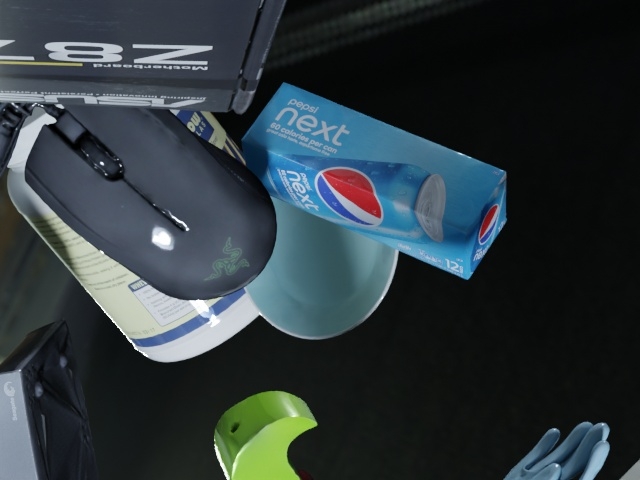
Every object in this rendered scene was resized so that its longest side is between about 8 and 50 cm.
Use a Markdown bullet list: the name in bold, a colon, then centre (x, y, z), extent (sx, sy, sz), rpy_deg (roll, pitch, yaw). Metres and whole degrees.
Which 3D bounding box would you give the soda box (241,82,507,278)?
- **soda box**: centre (0.044, -0.049, 1.528), extent (0.210, 0.067, 0.071), rpy_deg (23, -120, 21)

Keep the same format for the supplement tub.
- **supplement tub**: centre (-0.198, -0.051, 2.090), extent (0.235, 0.325, 0.235), rpy_deg (-32, -158, 15)

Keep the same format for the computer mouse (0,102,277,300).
- **computer mouse**: centre (-0.144, -0.036, 1.410), extent (0.188, 0.272, 0.072), rpy_deg (-52, -155, 8)

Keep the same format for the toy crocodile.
- **toy crocodile**: centre (0.009, 0.271, 1.439), extent (0.105, 0.340, 0.115), rpy_deg (-29, -165, -3)

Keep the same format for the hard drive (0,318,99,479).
- **hard drive**: centre (-0.277, 0.225, 1.905), extent (0.172, 0.054, 0.254), rpy_deg (-61, 144, -70)

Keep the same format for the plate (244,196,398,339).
- **plate**: centre (0.000, 0.000, 1.775), extent (0.188, 0.024, 0.188), rpy_deg (-3, -95, 33)

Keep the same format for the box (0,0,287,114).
- **box**: centre (-0.212, -0.125, 0.722), extent (0.318, 0.395, 0.097), rpy_deg (147, -54, -83)

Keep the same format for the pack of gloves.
- **pack of gloves**: centre (0.130, 0.221, 1.224), extent (0.232, 0.046, 0.195), rpy_deg (-40, -162, -2)
